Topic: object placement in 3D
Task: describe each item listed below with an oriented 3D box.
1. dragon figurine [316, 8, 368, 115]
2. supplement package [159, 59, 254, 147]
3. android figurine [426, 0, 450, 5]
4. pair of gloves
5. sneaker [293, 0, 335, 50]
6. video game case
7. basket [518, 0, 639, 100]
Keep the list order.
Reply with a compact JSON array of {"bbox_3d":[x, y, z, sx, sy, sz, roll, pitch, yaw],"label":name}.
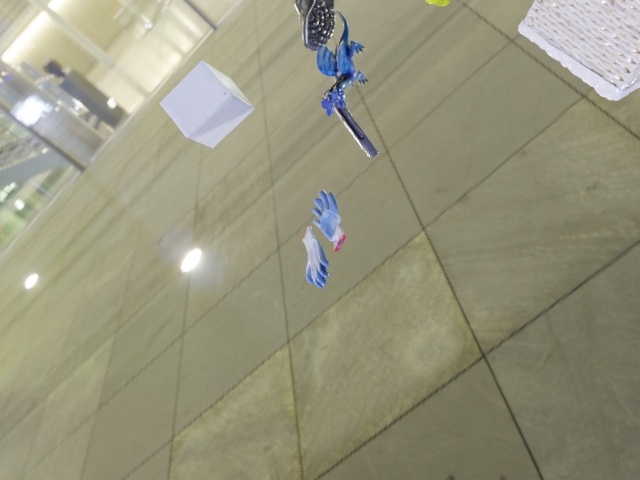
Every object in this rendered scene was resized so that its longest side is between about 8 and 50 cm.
[{"bbox_3d":[0.048,-0.472,1.767,0.085,0.289,0.144,-2,6,34],"label":"dragon figurine"},{"bbox_3d":[-0.350,-0.420,2.117,0.194,0.149,0.203,-42,-11,10],"label":"supplement package"},{"bbox_3d":[0.230,-0.677,1.630,0.056,0.248,0.273,-32,-4,30],"label":"android figurine"},{"bbox_3d":[0.000,0.000,1.431,0.159,0.023,0.198,-111,35,-44],"label":"pair of gloves"},{"bbox_3d":[-0.027,-0.714,2.087,0.124,0.107,0.284,2,83,48],"label":"sneaker"},{"bbox_3d":[0.097,-0.382,2.199,0.035,0.248,0.275,-36,8,6],"label":"video game case"},{"bbox_3d":[0.745,-0.583,1.675,0.328,0.331,0.266,-34,-22,-28],"label":"basket"}]
